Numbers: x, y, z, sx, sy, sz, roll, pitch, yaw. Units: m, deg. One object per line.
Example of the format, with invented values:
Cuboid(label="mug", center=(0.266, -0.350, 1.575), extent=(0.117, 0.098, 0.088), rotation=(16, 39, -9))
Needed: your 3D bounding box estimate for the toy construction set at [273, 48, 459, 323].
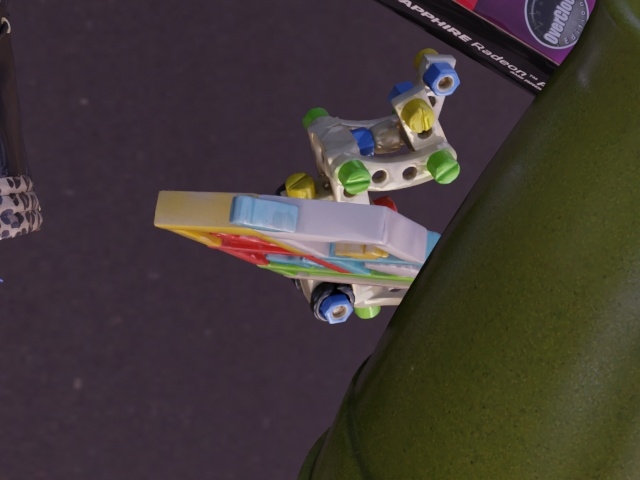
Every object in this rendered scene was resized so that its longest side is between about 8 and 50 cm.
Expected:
Cuboid(label="toy construction set", center=(0.072, -0.020, 1.878), extent=(0.215, 0.151, 0.328), rotation=(-22, 118, -11))

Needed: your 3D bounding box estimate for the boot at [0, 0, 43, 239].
Cuboid(label="boot", center=(-0.355, -0.142, 1.793), extent=(0.377, 0.138, 0.284), rotation=(-167, -113, -78))

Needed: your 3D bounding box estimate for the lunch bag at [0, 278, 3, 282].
Cuboid(label="lunch bag", center=(-0.277, 0.040, 1.309), extent=(0.067, 0.098, 0.065), rotation=(76, -7, -65))

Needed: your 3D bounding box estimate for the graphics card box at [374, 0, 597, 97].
Cuboid(label="graphics card box", center=(0.187, -0.239, 1.428), extent=(0.371, 0.094, 0.233), rotation=(30, 75, -19))

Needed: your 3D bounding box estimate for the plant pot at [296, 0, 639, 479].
Cuboid(label="plant pot", center=(0.206, 0.050, 0.983), extent=(0.366, 0.366, 0.353), rotation=(-32, 144, -57))

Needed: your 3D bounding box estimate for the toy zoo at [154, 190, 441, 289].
Cuboid(label="toy zoo", center=(0.000, 0.000, 1.435), extent=(0.293, 0.192, 0.030), rotation=(24, 72, -63))
